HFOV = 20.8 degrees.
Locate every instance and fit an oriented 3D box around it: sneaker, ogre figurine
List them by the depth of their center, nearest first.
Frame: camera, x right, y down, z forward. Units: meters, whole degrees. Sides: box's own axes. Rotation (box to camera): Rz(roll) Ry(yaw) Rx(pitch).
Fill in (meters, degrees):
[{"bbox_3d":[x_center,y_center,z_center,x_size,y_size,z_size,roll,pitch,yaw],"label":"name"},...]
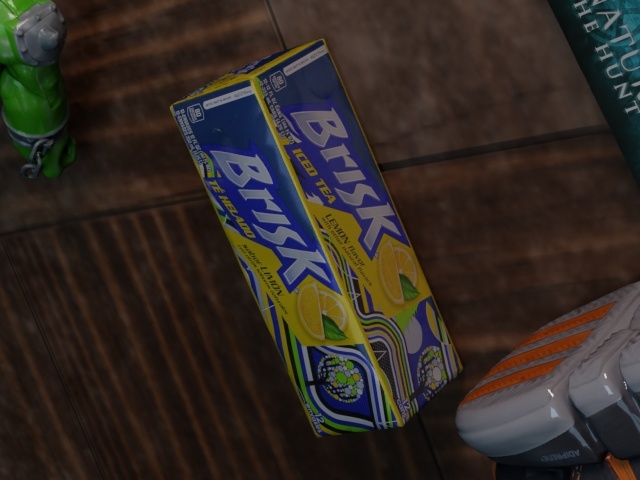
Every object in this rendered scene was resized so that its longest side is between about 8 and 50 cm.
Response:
[{"bbox_3d":[0.203,0.085,0.637,0.180,0.124,0.321,55,146,-6],"label":"sneaker"},{"bbox_3d":[-0.185,-0.127,0.847,0.197,0.097,0.118,66,155,11],"label":"ogre figurine"}]

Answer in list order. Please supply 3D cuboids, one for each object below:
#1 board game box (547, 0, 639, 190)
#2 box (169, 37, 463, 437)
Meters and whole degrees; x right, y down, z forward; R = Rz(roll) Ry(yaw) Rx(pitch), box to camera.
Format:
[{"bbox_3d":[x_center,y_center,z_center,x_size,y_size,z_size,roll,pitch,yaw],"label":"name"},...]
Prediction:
[{"bbox_3d":[0.139,-0.102,0.632,0.126,0.026,0.186,-21,99,45],"label":"board game box"},{"bbox_3d":[0.000,0.000,0.783,0.054,0.059,0.169,-14,105,41],"label":"box"}]
